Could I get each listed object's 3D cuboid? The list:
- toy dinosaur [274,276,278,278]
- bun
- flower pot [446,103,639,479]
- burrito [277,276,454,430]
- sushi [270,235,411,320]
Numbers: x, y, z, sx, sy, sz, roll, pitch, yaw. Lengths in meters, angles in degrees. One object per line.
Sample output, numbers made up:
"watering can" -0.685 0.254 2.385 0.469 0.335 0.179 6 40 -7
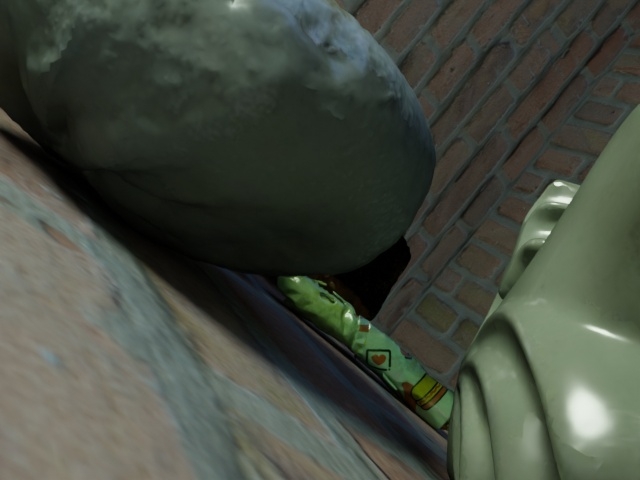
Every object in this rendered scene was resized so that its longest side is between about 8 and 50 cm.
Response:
"toy dinosaur" -0.011 0.085 1.024 0.126 0.039 0.162 38 -3 20
"bun" -0.082 -0.092 0.535 0.354 0.194 0.354 37 -1 1
"flower pot" 0.179 0.076 0.450 0.165 0.254 0.367 19 -4 11
"burrito" 0.057 0.125 0.889 0.288 0.054 0.104 40 -2 -4
"sushi" 0.000 0.000 1.170 0.234 0.207 0.348 24 -17 38
